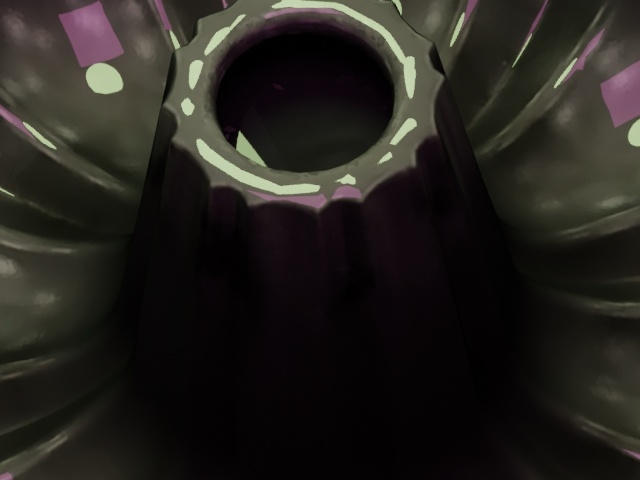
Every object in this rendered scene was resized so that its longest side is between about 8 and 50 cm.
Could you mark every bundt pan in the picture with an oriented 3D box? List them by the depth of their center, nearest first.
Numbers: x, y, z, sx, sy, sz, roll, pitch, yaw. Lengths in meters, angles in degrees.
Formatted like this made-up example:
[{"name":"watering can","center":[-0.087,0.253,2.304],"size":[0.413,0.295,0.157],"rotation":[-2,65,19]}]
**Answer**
[{"name":"bundt pan","center":[0.000,0.000,0.409],"size":[0.331,0.124,0.331],"rotation":[-1,61,2]}]
